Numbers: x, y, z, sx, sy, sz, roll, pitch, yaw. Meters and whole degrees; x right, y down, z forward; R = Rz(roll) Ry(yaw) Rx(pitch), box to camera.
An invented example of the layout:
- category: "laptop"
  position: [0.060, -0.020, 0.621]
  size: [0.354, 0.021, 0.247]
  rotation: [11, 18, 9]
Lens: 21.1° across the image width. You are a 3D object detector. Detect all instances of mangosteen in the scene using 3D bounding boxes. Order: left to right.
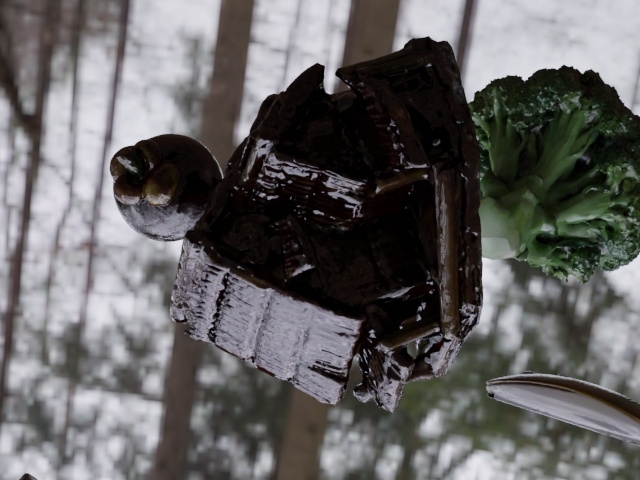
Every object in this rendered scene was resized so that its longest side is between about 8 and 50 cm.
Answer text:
- category: "mangosteen"
  position: [-0.175, -0.063, 1.883]
  size: [0.140, 0.140, 0.140]
  rotation: [7, -157, -3]

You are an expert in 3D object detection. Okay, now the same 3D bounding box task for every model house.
- category: "model house"
  position: [0.000, 0.000, 1.697]
  size: [0.282, 0.317, 0.297]
  rotation: [-11, -117, -21]

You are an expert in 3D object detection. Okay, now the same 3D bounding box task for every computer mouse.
- category: "computer mouse"
  position: [0.326, 0.204, 2.147]
  size: [0.245, 0.056, 0.126]
  rotation: [15, 180, 27]

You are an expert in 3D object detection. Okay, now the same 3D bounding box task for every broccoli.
- category: "broccoli"
  position: [0.259, -0.065, 1.993]
  size: [0.270, 0.270, 0.270]
  rotation: [23, -143, 31]

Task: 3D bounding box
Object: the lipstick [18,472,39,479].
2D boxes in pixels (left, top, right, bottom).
- category: "lipstick"
  position: [-0.289, 0.408, 2.211]
  size: [0.289, 0.076, 0.077]
  rotation: [41, -170, -20]
